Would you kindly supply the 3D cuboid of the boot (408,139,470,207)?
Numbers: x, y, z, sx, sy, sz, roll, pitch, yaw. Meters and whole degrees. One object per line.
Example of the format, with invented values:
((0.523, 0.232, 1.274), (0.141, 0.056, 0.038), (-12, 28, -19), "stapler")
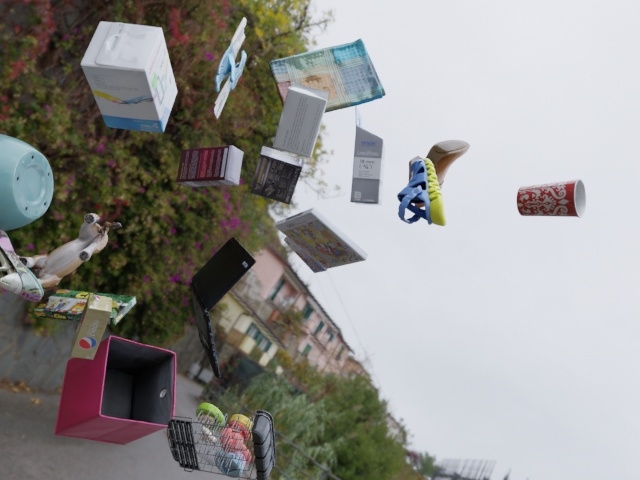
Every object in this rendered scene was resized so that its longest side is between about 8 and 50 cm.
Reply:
((0.480, -0.265, 2.268), (0.109, 0.284, 0.220), (41, -25, 45), "boot")

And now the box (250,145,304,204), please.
((-0.184, -0.269, 2.372), (0.183, 0.056, 0.231), (17, -44, -6), "box")

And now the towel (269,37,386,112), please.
((0.024, -0.584, 2.042), (0.040, 0.371, 0.271), (93, -19, -68), "towel")

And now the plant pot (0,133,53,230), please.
((-0.873, -0.155, 1.511), (0.235, 0.292, 0.293), (3, -25, 5), "plant pot")

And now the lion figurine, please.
((-0.747, 0.041, 1.673), (0.142, 0.393, 0.240), (65, -5, -4), "lion figurine")

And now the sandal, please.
((0.302, -0.152, 1.757), (0.138, 0.317, 0.126), (-11, -57, 11), "sandal")

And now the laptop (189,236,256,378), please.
((-0.232, 0.154, 1.377), (0.234, 0.137, 0.264), (-145, -134, -65), "laptop")

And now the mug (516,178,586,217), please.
((0.686, -0.116, 1.670), (0.169, 0.113, 0.150), (-1, -10, 40), "mug")

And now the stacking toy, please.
((-0.419, 0.827, 2.306), (0.280, 0.130, 0.308), (20, -55, 18), "stacking toy")

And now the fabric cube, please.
((-0.649, 0.490, 1.813), (0.258, 0.254, 0.259), (-30, -40, 31), "fabric cube")

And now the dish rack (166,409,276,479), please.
((-0.257, 0.524, 1.458), (0.272, 0.074, 0.208), (4, -62, 10), "dish rack")

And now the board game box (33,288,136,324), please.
((-0.712, 0.200, 1.713), (0.260, 0.136, 0.030), (4, -68, 8), "board game box")

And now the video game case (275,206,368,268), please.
((0.000, 0.000, 1.682), (0.227, 0.026, 0.206), (40, -29, -22), "video game case")

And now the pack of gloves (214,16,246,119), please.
((-0.245, -0.487, 1.630), (0.046, 0.231, 0.195), (20, -23, 2), "pack of gloves")

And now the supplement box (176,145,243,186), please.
((-0.403, -0.266, 2.048), (0.240, 0.130, 0.073), (2, -12, 28), "supplement box")

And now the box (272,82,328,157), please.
((-0.057, -0.364, 1.694), (0.119, 0.180, 0.182), (16, 22, -5), "box")

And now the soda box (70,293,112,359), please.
((-0.610, 0.231, 1.502), (0.061, 0.181, 0.058), (15, 29, -27), "soda box")

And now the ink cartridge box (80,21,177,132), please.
((-0.592, -0.511, 1.779), (0.197, 0.198, 0.270), (7, -30, 2), "ink cartridge box")

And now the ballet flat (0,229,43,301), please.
((-0.806, 0.072, 1.452), (0.077, 0.079, 0.221), (-31, -90, 23), "ballet flat")

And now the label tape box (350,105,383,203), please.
((0.177, -0.296, 2.035), (0.106, 0.333, 0.240), (4, 3, 8), "label tape box")

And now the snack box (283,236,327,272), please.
((-0.049, 0.047, 1.956), (0.064, 0.022, 0.178), (-14, -52, 43), "snack box")
